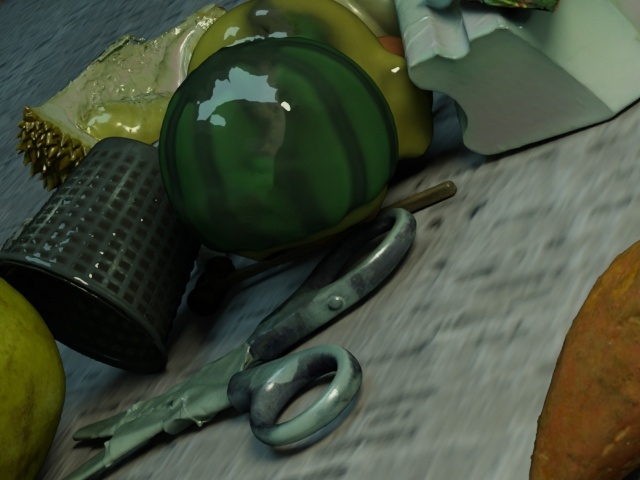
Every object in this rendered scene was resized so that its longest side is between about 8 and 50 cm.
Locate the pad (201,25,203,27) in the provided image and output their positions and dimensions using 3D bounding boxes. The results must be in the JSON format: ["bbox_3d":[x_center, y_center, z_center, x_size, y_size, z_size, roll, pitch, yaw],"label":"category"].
[{"bbox_3d":[0.038,-0.279,2.016,0.323,0.055,0.250,-29,15,-21],"label":"pad"}]

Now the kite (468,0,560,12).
[{"bbox_3d":[0.165,-0.237,1.405,0.234,0.016,0.321,-26,24,39],"label":"kite"}]

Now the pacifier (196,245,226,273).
[{"bbox_3d":[-0.106,0.002,1.686,0.099,0.081,0.078,-33,53,7],"label":"pacifier"}]

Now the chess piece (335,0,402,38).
[{"bbox_3d":[0.090,-0.257,1.727,0.330,0.182,0.182,-43,18,11],"label":"chess piece"}]

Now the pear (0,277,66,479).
[{"bbox_3d":[-0.355,0.159,1.475,0.287,0.287,0.375,-36,26,13],"label":"pear"}]

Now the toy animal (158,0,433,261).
[{"bbox_3d":[-0.027,-0.101,1.482,0.216,0.191,0.338,-23,11,16],"label":"toy animal"}]

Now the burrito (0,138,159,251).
[{"bbox_3d":[-0.197,-0.022,1.830,0.445,0.101,0.139,-28,14,35],"label":"burrito"}]

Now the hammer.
[{"bbox_3d":[0.000,0.000,1.534,0.292,0.029,0.058,-23,28,38],"label":"hammer"}]

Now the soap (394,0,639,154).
[{"bbox_3d":[0.173,-0.194,1.486,0.208,0.115,0.347,-36,20,14],"label":"soap"}]

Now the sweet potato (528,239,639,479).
[{"bbox_3d":[0.225,0.019,0.950,0.354,0.095,0.106,-40,60,14],"label":"sweet potato"}]

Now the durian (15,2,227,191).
[{"bbox_3d":[-0.206,-0.142,2.015,0.306,0.166,0.172,-41,19,-29],"label":"durian"}]

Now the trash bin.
[{"bbox_3d":[-0.177,0.002,1.582,0.175,0.175,0.161,-10,49,56],"label":"trash bin"}]

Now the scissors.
[{"bbox_3d":[-0.092,0.121,1.430,0.383,0.029,0.256,-29,23,31],"label":"scissors"}]
